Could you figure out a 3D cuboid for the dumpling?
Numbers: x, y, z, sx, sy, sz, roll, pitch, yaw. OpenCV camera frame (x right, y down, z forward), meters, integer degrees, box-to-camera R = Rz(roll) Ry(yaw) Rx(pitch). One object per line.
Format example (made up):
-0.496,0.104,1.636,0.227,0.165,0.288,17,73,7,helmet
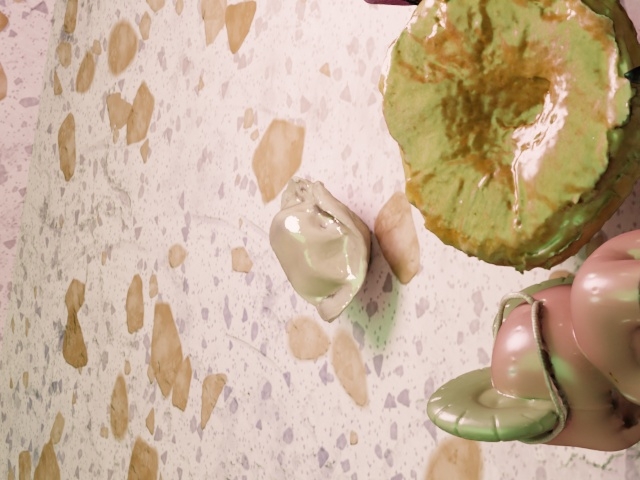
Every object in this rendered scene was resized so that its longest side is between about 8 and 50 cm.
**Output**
0.000,0.000,2.003,0.250,0.132,0.162,62,141,42,dumpling

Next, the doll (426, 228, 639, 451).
0.257,0.103,1.460,0.268,0.284,0.216,-4,118,37,doll

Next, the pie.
0.200,-0.137,1.500,0.339,0.083,0.340,6,100,40,pie

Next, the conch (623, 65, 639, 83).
0.414,-0.194,1.287,0.240,0.186,0.313,-10,57,32,conch

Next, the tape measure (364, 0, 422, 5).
0.167,-0.351,1.641,0.231,0.245,0.149,147,124,-73,tape measure
